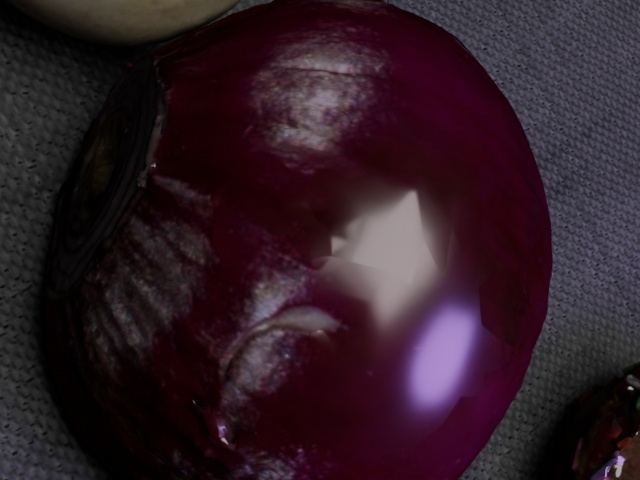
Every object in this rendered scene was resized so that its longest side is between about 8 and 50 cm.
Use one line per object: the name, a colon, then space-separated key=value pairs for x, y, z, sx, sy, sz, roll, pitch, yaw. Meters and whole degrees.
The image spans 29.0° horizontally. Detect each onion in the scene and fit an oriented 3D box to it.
onion: x=0.000 y=0.000 z=0.709 sx=0.282 sy=0.260 sz=0.337 roll=34 pitch=62 yaw=-17

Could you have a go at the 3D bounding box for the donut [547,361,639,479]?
donut: x=0.272 y=0.216 z=0.930 sx=0.269 sy=0.103 sz=0.270 roll=10 pitch=71 yaw=-31

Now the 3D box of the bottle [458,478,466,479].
bottle: x=0.149 y=0.273 z=0.722 sx=0.351 sy=0.229 sz=0.229 roll=18 pitch=63 yaw=12

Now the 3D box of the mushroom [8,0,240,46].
mushroom: x=-0.104 y=-0.219 z=0.727 sx=0.206 sy=0.209 sz=0.206 roll=33 pitch=50 yaw=-51
